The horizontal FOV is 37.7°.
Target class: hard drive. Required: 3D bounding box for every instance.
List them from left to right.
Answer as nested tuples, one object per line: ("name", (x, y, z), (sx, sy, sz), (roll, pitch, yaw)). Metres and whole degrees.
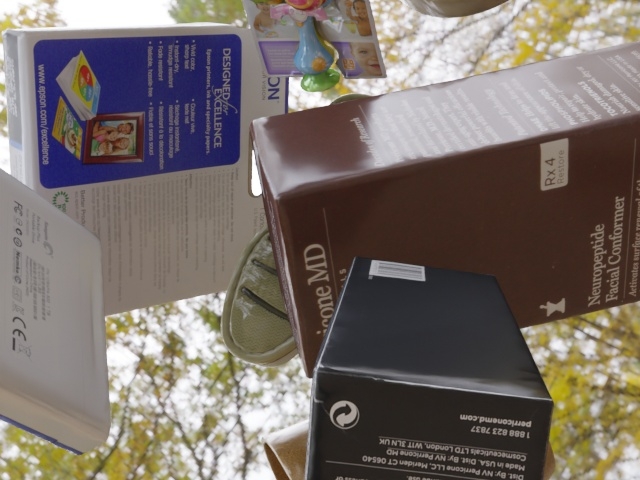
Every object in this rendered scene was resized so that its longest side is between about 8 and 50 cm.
("hard drive", (-0.273, 0.003, 0.656), (0.040, 0.210, 0.319), (-29, -42, 17))

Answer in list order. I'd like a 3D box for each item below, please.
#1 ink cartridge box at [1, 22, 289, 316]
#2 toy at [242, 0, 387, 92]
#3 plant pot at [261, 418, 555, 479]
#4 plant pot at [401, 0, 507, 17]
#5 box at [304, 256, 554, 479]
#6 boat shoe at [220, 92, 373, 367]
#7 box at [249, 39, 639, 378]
("ink cartridge box", (-0.176, -0.078, 1.009), (0.307, 0.072, 0.303), (-12, -68, -39))
("toy", (-0.029, -0.234, 0.864), (0.237, 0.137, 0.056), (70, -146, -45))
("plant pot", (0.105, 0.251, 0.967), (0.254, 0.237, 0.237), (-26, -46, -12))
("plant pot", (0.181, -0.539, 1.382), (0.280, 0.323, 0.323), (36, -97, -51))
("box", (0.048, 0.124, 0.502), (0.261, 0.103, 0.184), (-59, -23, -79))
("boat shoe", (0.000, 0.000, 0.964), (0.302, 0.113, 0.103), (-62, -15, -17))
("box", (0.146, -0.033, 0.800), (0.381, 0.143, 0.191), (-12, -55, -4))
